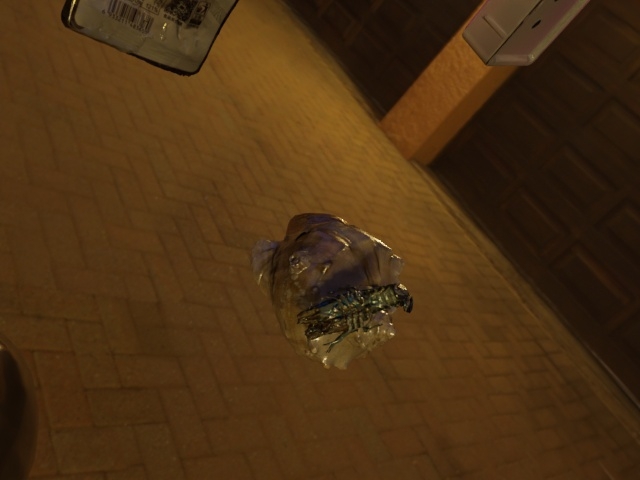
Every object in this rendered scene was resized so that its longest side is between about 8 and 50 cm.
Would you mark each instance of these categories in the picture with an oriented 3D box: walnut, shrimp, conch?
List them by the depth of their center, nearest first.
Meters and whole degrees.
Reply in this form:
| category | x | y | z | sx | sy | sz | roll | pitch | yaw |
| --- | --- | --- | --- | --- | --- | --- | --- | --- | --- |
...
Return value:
| category | x | y | z | sx | sy | sz | roll | pitch | yaw |
| --- | --- | --- | --- | --- | --- | --- | --- | --- | --- |
| shrimp | 0.051 | 0.102 | 0.828 | 0.082 | 0.174 | 0.076 | 68 | 23 | -5 |
| conch | 0.014 | 0.058 | 1.014 | 0.324 | 0.186 | 0.263 | 39 | 55 | 24 |
| walnut | 0.000 | 0.000 | 1.423 | 0.180 | 0.144 | 0.144 | 12 | 20 | 8 |

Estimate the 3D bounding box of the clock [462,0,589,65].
| category | x | y | z | sx | sy | sz | roll | pitch | yaw |
| --- | --- | --- | --- | --- | --- | --- | --- | --- | --- |
| clock | 0.302 | -0.332 | 0.808 | 0.150 | 0.197 | 0.063 | -18 | 66 | -44 |

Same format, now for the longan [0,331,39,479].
| category | x | y | z | sx | sy | sz | roll | pitch | yaw |
| --- | --- | --- | --- | --- | --- | --- | --- | --- | --- |
| longan | -0.424 | 0.194 | 0.551 | 0.297 | 0.297 | 0.297 | 35 | 23 | -17 |

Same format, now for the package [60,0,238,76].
| category | x | y | z | sx | sy | sz | roll | pitch | yaw |
| --- | --- | --- | --- | --- | --- | --- | --- | --- | --- |
| package | -0.116 | -0.269 | 0.545 | 0.154 | 0.239 | 0.030 | 14 | 33 | -48 |
